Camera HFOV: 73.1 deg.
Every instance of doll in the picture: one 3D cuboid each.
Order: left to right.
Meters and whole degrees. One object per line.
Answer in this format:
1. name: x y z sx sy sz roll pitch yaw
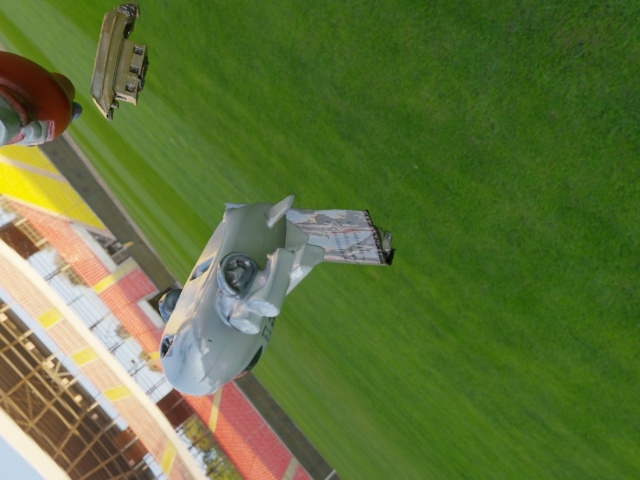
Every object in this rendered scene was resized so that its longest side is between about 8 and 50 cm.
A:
1. doll: -0.466 -0.215 0.657 0.161 0.130 0.290 17 -156 -22

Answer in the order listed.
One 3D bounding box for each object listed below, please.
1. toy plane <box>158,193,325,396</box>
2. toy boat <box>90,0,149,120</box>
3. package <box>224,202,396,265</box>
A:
1. toy plane: -0.087 0.052 0.474 0.117 0.244 0.245 37 167 -25
2. toy boat: -0.332 -0.303 0.728 0.077 0.200 0.057 10 178 -20
3. package: 0.000 0.000 0.653 0.204 0.062 0.251 0 167 18
